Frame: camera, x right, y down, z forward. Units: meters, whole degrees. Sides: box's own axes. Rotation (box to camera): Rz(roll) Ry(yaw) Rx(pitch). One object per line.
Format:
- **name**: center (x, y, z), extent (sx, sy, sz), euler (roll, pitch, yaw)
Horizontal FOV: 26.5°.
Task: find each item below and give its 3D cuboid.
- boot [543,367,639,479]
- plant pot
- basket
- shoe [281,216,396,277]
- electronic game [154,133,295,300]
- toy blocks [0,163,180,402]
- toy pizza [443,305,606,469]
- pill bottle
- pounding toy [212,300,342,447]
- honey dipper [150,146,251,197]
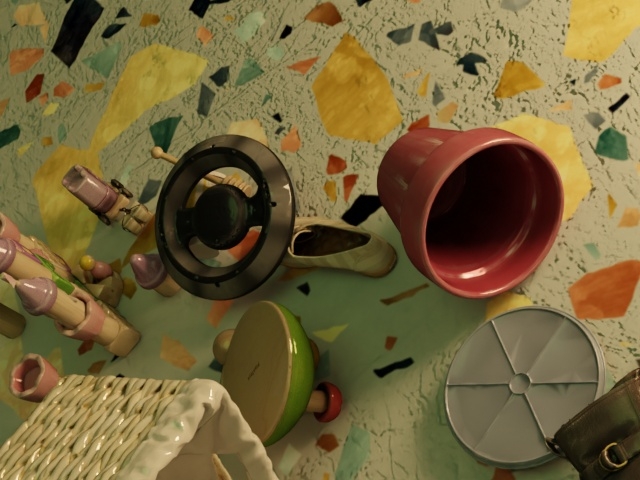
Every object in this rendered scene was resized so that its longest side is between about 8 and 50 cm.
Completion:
- **boot**: center (0.376, 0.226, 1.394), extent (0.263, 0.091, 0.229), euler (-32, 57, 18)
- **plant pot**: center (0.165, -0.054, 1.655), extent (0.201, 0.201, 0.180), euler (-50, 34, 0)
- **basket**: center (-0.223, 0.361, 1.531), extent (0.266, 0.328, 0.331), euler (5, 44, 39)
- **shoe**: center (0.000, 0.000, 1.811), extent (0.219, 0.058, 0.076), euler (8, 70, 37)
- **electronic game**: center (-0.133, -0.032, 1.852), extent (0.229, 0.048, 0.229), euler (-5, 81, 31)
- **toy blocks**: center (-0.399, 0.034, 1.930), extent (0.309, 0.260, 0.288), euler (-51, 48, -1)
- **toy pizza**: center (0.237, 0.171, 1.572), extent (0.201, 0.032, 0.201), euler (-16, 56, 25)
- **pill bottle**: center (-0.162, -0.035, 1.938), extent (0.065, 0.065, 0.116), euler (-13, 57, 28)
- **pounding toy**: center (-0.048, 0.180, 1.734), extent (0.237, 0.110, 0.183), euler (-27, 58, 57)
- **honey dipper**: center (-0.171, -0.097, 1.918), extent (0.161, 0.030, 0.030), euler (27, 81, 18)
